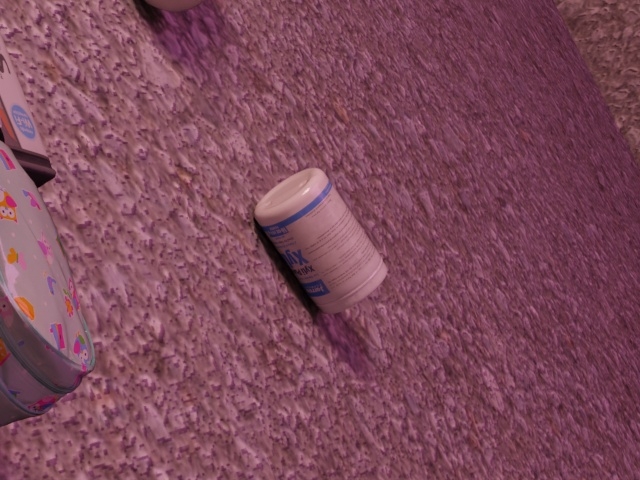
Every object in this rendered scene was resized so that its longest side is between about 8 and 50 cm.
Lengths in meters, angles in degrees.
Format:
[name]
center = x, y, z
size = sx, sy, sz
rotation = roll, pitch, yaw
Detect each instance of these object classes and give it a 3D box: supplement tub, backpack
[supplement tub]
center = 0.000, 0.000, 1.621
size = 0.107, 0.071, 0.071
rotation = 56, 19, -16
[backpack]
center = -0.195, 0.014, 1.021
size = 0.152, 0.115, 0.182
rotation = 19, 48, -67

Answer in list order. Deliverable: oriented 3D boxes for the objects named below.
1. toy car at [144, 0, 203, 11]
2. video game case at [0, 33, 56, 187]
[toy car]
center = -0.126, -0.292, 1.631
size = 0.136, 0.159, 0.182
rotation = 24, 24, -1
[video game case]
center = -0.281, -0.158, 1.163
size = 0.275, 0.035, 0.248
rotation = 16, 49, -65
